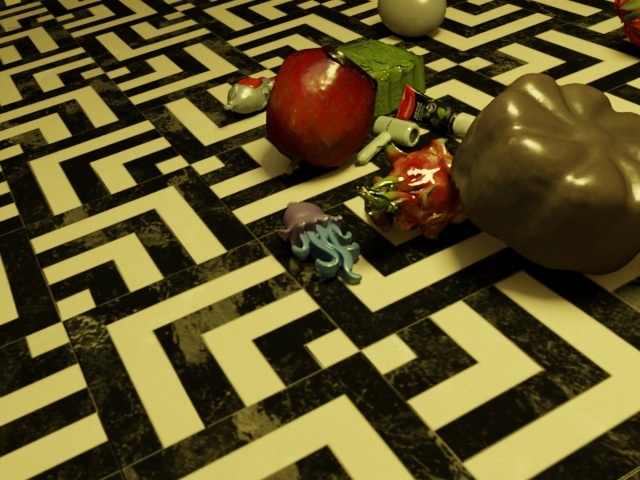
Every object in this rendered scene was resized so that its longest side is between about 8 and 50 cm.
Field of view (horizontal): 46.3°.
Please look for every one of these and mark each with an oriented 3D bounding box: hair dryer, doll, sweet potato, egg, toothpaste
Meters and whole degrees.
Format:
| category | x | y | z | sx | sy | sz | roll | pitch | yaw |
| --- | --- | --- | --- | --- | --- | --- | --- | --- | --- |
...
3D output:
| category | x | y | z | sx | sy | sz | roll | pitch | yaw |
| --- | --- | --- | --- | --- | --- | --- | --- | --- | --- |
| hair dryer | 0.117 | -0.183 | 1.416 | 0.082 | 0.047 | 0.137 | 23 | 52 | 38 |
| doll | 0.000 | 0.000 | 1.168 | 0.109 | 0.067 | 0.206 | -12 | 43 | -28 |
| sweet potato | 0.097 | -0.055 | 1.239 | 0.044 | 0.044 | 0.179 | -8 | 28 | 3 |
| egg | 0.225 | -0.583 | 1.866 | 0.146 | 0.147 | 0.198 | -28 | 32 | -24 |
| doll | -0.152 | -0.325 | 1.656 | 0.102 | 0.075 | 0.227 | -9 | 22 | 27 |
| toothpaste | 0.225 | -0.243 | 1.464 | 0.045 | 0.071 | 0.193 | -5 | 28 | -45 |

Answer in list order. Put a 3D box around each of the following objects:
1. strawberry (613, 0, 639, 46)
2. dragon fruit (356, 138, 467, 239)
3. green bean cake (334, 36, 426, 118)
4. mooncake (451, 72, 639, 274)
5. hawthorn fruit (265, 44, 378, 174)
| category | x | y | z | sx | sy | sz | roll | pitch | yaw |
| --- | --- | --- | --- | --- | --- | --- | --- | --- | --- |
| strawberry | 0.763 | -0.491 | 1.550 | 0.288 | 0.250 | 0.238 | -15 | -7 | -46 |
| dragon fruit | 0.141 | -0.082 | 1.150 | 0.235 | 0.135 | 0.137 | 1 | 42 | -29 |
| green bean cake | 0.095 | -0.344 | 1.587 | 0.200 | 0.113 | 0.214 | -24 | 37 | -24 |
| mooncake | 0.348 | -0.101 | 1.056 | 0.305 | 0.154 | 0.306 | 12 | 47 | -13 |
| hawthorn fruit | -0.002 | -0.228 | 1.377 | 0.215 | 0.215 | 0.250 | 12 | 75 | 28 |
